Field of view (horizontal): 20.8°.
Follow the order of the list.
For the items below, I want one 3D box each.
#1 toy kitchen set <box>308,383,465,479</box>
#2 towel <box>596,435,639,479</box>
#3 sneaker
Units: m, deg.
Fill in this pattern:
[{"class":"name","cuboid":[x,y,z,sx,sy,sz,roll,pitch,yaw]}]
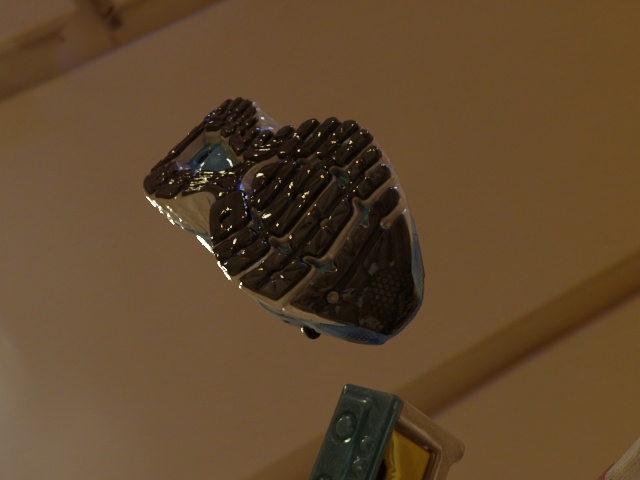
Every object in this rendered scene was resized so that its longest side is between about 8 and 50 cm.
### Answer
[{"class":"toy kitchen set","cuboid":[0.054,0.164,0.830,0.122,0.207,0.166,31,-103,-42]},{"class":"towel","cuboid":[0.189,0.092,0.406,0.237,0.329,0.037,29,-130,2]},{"class":"sneaker","cuboid":[0.000,0.000,0.581,0.063,0.162,0.073,-44,-64,-4]}]
